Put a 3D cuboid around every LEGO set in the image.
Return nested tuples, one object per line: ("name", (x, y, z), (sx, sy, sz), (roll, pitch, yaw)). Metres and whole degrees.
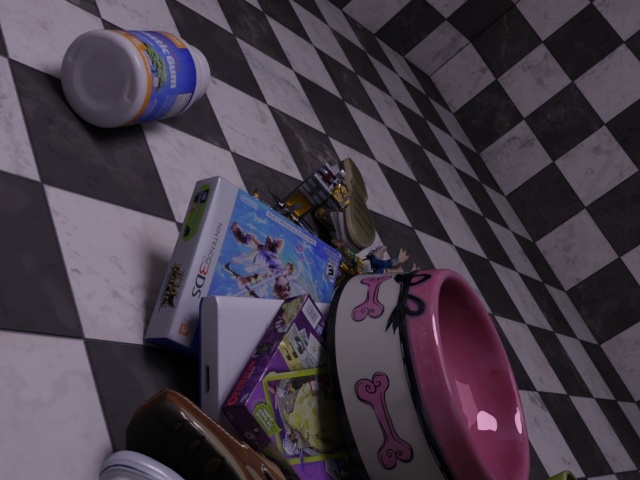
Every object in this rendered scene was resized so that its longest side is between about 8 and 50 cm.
("LEGO set", (0.000, 0.000, 1.404), (0.255, 0.192, 0.331), (52, 24, 2))

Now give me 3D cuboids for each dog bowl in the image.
("dog bowl", (0.174, 0.221, 1.142), (0.408, 0.151, 0.407), (45, 34, -42))

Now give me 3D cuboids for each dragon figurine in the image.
("dragon figurine", (0.113, 0.101, 1.599), (0.085, 0.144, 0.289), (48, 43, -13))

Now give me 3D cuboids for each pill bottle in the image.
("pill bottle", (-0.296, -0.278, 1.321), (0.152, 0.152, 0.272), (52, 24, 1))

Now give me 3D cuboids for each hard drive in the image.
("hard drive", (-0.035, 0.191, 1.099), (0.319, 0.040, 0.210), (9, 75, -48))

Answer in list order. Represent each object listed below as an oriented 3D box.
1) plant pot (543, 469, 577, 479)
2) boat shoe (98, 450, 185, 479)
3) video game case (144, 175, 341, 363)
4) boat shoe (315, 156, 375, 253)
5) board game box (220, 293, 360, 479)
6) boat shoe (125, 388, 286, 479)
("plant pot", (0.222, 0.466, 0.974), (0.274, 0.294, 0.274), (55, 20, -31))
("boat shoe", (-0.149, 0.317, 0.807), (0.226, 0.083, 0.076), (48, 22, -9))
("video game case", (-0.098, 0.076, 1.136), (0.270, 0.061, 0.244), (32, 62, -37))
("boat shoe", (0.046, -0.062, 1.694), (0.113, 0.103, 0.302), (54, 19, -29))
("board game box", (0.016, 0.268, 1.056), (0.346, 0.056, 0.208), (58, 33, -23))
("boat shoe", (-0.097, 0.303, 0.903), (0.324, 0.123, 0.120), (55, 17, -12))
